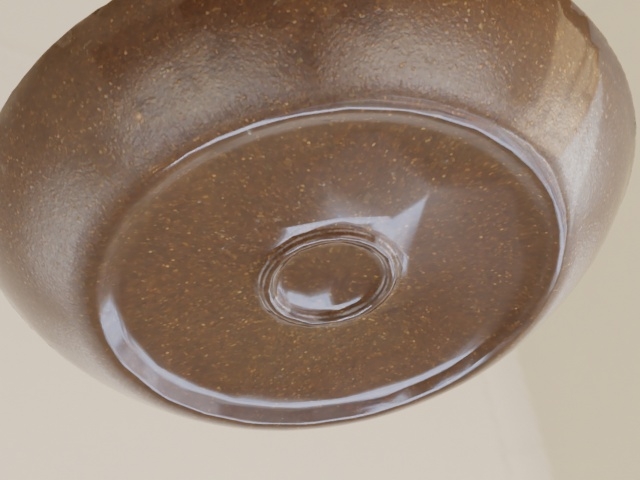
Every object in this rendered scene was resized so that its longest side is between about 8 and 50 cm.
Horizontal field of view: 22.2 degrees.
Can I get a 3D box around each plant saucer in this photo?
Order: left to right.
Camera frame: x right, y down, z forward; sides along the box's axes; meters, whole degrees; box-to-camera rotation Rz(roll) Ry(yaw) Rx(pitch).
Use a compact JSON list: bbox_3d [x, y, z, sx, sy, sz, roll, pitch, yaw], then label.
[{"bbox_3d":[0.000,0.000,0.479,0.198,0.198,0.036,27,-144,-35],"label":"plant saucer"}]
